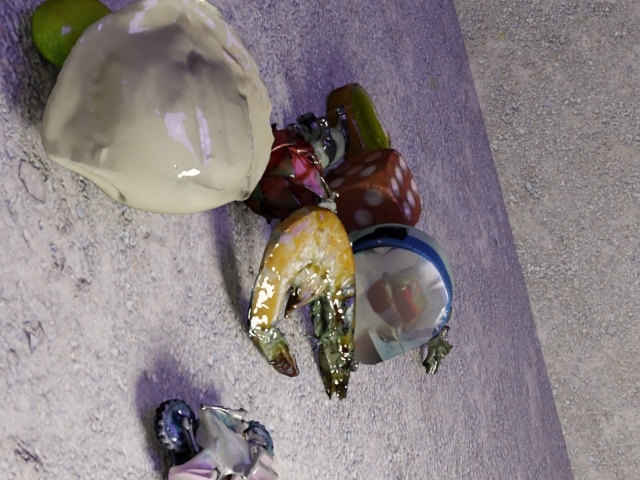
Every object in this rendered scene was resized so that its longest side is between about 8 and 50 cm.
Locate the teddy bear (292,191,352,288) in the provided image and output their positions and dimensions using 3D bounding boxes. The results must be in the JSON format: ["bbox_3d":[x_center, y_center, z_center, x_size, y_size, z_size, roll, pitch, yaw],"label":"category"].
[{"bbox_3d":[-0.008,0.005,2.010,0.133,0.111,0.213,-4,95,-25],"label":"teddy bear"}]

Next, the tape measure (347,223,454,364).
[{"bbox_3d":[0.141,0.094,2.138,0.138,0.262,0.259,-80,147,-66],"label":"tape measure"}]

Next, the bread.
[{"bbox_3d":[0.096,-0.269,2.515,0.236,0.070,0.236,48,32,-44],"label":"bread"}]

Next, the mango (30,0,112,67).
[{"bbox_3d":[-0.346,-0.299,1.483,0.163,0.089,0.117,11,64,-64],"label":"mango"}]

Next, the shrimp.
[{"bbox_3d":[-0.018,0.146,1.856,0.272,0.085,0.445,-45,137,-35],"label":"shrimp"}]

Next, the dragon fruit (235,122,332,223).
[{"bbox_3d":[-0.077,-0.117,1.879,0.182,0.182,0.189,-64,143,-59],"label":"dragon fruit"}]

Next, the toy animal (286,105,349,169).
[{"bbox_3d":[-0.004,-0.211,2.224,0.225,0.093,0.121,-45,124,-66],"label":"toy animal"}]

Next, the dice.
[{"bbox_3d":[0.114,-0.087,2.288,0.174,0.179,0.175,63,22,-21],"label":"dice"}]

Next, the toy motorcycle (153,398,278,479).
[{"bbox_3d":[-0.143,0.341,1.484,0.239,0.108,0.204,13,54,-36],"label":"toy motorcycle"}]

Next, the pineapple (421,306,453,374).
[{"bbox_3d":[0.241,0.173,2.468,0.170,0.141,0.310,-71,146,-62],"label":"pineapple"}]

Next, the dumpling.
[{"bbox_3d":[-0.198,-0.191,1.481,0.395,0.233,0.316,15,92,-44],"label":"dumpling"}]
